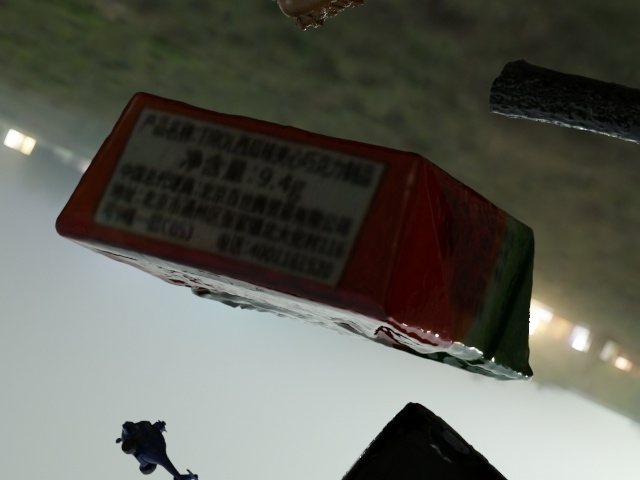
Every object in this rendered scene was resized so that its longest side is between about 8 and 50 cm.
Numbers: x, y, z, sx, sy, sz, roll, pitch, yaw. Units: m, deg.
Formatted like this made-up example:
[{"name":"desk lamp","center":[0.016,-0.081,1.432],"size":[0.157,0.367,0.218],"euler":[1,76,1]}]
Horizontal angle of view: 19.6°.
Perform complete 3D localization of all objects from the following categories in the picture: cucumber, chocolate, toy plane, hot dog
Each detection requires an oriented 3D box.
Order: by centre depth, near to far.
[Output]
[{"name":"hot dog","center":[0.039,-0.230,1.531],"size":[0.055,0.188,0.072],"euler":[61,-161,-1]},{"name":"chocolate","center":[0.000,0.000,1.725],"size":[0.360,0.161,0.341],"euler":[14,174,28]},{"name":"cucumber","center":[0.311,-0.147,2.036],"size":[0.245,0.067,0.067],"euler":[14,176,18]},{"name":"toy plane","center":[-0.194,0.254,2.219],"size":[0.167,0.062,0.054],"euler":[37,166,51]}]

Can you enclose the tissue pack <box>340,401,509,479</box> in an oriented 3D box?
[{"name":"tissue pack","center":[0.039,0.383,1.646],"size":[0.264,0.416,0.253],"euler":[42,174,6]}]
